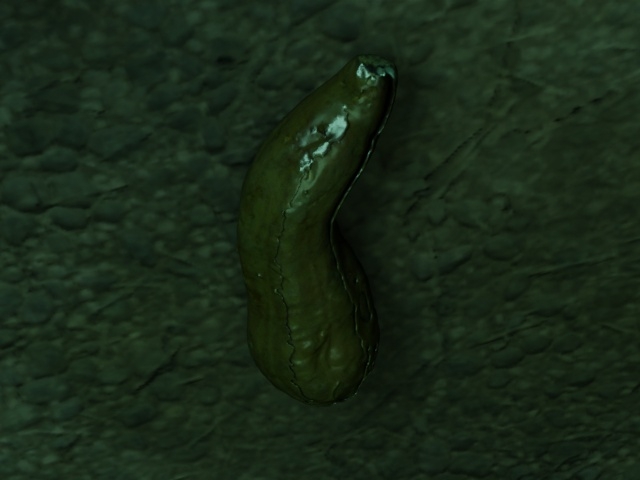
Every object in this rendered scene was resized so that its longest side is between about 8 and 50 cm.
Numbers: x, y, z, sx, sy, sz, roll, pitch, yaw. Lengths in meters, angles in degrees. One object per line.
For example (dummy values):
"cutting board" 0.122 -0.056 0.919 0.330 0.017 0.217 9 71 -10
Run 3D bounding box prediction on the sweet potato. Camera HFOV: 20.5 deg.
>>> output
"sweet potato" -0.005 0.000 0.934 0.081 0.062 0.233 -16 135 -21
